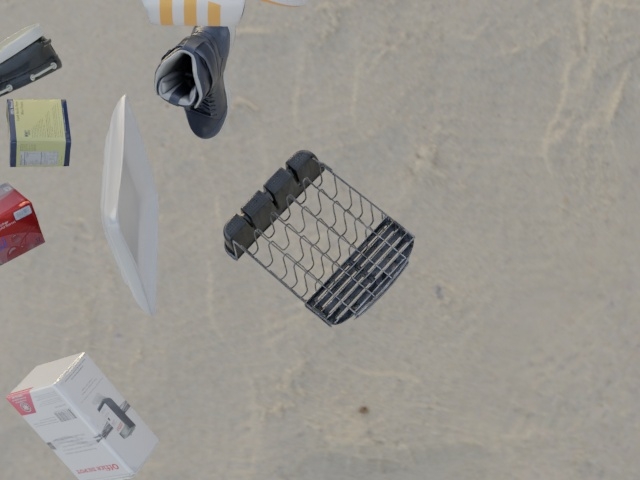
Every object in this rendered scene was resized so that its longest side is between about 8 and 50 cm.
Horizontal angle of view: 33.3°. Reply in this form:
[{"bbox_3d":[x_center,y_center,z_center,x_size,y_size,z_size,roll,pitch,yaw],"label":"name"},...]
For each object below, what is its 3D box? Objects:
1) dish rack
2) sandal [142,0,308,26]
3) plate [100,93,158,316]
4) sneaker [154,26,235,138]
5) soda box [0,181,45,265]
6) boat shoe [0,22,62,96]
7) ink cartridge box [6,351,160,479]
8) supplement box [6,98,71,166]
[{"bbox_3d":[0.000,0.000,1.611,0.271,0.074,0.208,39,80,23],"label":"dish rack"},{"bbox_3d":[-0.141,-0.222,0.873,0.265,0.102,0.076,14,122,-8],"label":"sandal"},{"bbox_3d":[-0.317,-0.053,1.782,0.045,0.278,0.277,-6,54,1],"label":"plate"},{"bbox_3d":[-0.194,-0.219,1.625,0.086,0.226,0.163,15,42,8],"label":"sneaker"},{"bbox_3d":[-0.562,0.014,1.627,0.263,0.083,0.092,-31,42,-28],"label":"soda box"},{"bbox_3d":[-0.568,-0.247,1.789,0.303,0.091,0.114,-39,25,-16],"label":"boat shoe"},{"bbox_3d":[-0.405,0.309,1.836,0.159,0.217,0.092,-18,24,41],"label":"ink cartridge box"},{"bbox_3d":[-0.402,-0.153,1.522,0.083,0.056,0.083,-2,54,-19],"label":"supplement box"}]
